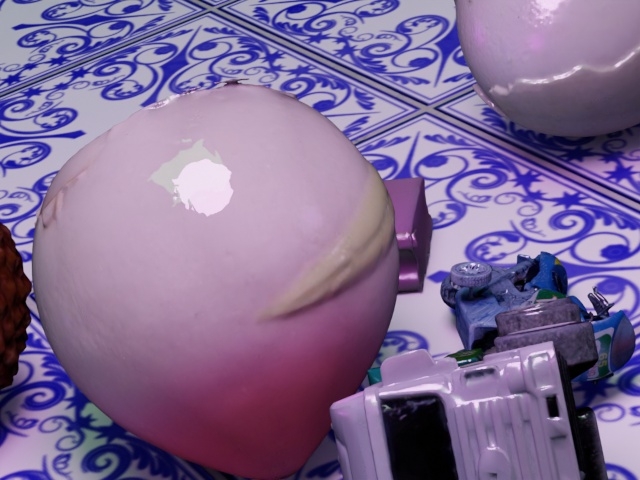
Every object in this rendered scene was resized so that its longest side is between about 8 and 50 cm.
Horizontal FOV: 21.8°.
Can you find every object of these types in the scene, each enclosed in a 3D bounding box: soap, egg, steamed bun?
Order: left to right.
[{"bbox_3d":[-0.069,0.052,1.308,0.309,0.309,0.309,-9,29,5],"label":"steamed bun"},{"bbox_3d":[0.000,0.000,1.560,0.203,0.066,0.122,-5,30,12],"label":"soap"},{"bbox_3d":[0.268,-0.244,1.664,0.278,0.278,0.336,5,29,28],"label":"egg"}]

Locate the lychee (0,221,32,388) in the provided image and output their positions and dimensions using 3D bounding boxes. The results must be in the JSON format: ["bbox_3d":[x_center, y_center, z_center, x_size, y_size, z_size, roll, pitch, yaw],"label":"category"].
[{"bbox_3d":[-0.380,0.049,1.416,0.264,0.264,0.300,-16,54,-8],"label":"lychee"}]

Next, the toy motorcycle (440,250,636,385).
[{"bbox_3d":[0.176,0.065,1.358,0.135,0.092,0.254,-4,19,-4],"label":"toy motorcycle"}]

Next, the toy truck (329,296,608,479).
[{"bbox_3d":[0.102,0.138,1.066,0.177,0.177,0.363,-12,-3,3],"label":"toy truck"}]
